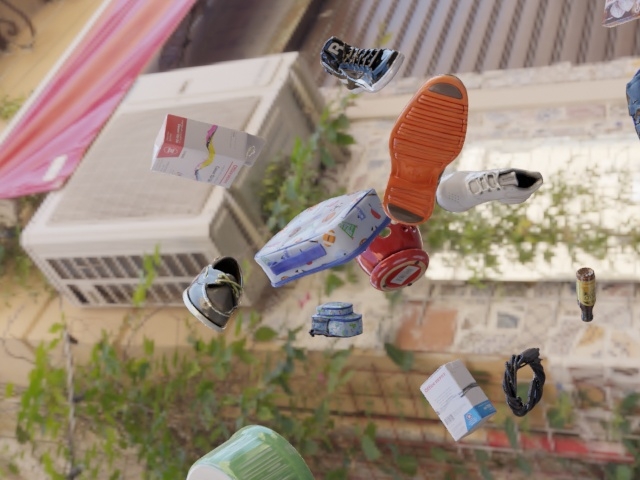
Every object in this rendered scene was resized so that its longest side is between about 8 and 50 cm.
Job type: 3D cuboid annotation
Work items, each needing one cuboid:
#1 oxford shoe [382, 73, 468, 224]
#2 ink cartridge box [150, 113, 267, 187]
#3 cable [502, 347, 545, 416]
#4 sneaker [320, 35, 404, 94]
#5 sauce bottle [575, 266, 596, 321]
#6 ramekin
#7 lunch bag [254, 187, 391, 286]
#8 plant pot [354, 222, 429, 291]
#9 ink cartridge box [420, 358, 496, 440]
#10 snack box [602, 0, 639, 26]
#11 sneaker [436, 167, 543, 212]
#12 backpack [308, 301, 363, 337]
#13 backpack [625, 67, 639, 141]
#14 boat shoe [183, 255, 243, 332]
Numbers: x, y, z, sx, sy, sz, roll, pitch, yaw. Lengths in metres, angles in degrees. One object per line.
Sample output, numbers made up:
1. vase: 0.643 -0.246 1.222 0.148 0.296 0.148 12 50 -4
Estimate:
1. oxford shoe: 0.192 -0.188 1.744 0.363 0.130 0.132 107 -179 -52
2. ink cartridge box: -0.210 -0.163 1.783 0.115 0.198 0.067 131 146 -58
3. cable: 0.468 0.335 2.194 0.184 0.047 0.150 -20 -68 -51
4. sneaker: 0.064 -0.339 1.783 0.121 0.217 0.079 34 -103 -17
5. sauce bottle: 0.569 0.118 2.014 0.042 0.042 0.128 -59 -37 -47
6. ramekin: -0.147 0.555 1.971 0.148 0.303 0.303 -21 -70 -41
7. lunch bag: 0.000 0.000 2.167 0.115 0.303 0.243 56 -140 -13
8. plant pot: 0.181 0.026 2.484 0.191 0.191 0.174 45 -162 -56
9. ink cartridge box: 0.401 0.465 2.754 0.082 0.139 0.190 -12 -120 -41
10. snack box: 0.580 -0.447 1.779 0.178 0.022 0.064 -139 58 -82
11. sneaker: 0.425 -0.144 2.384 0.129 0.297 0.111 143 116 -70
12. backpack: 0.044 0.194 2.304 0.105 0.114 0.084 -13 -74 -58
13. backpack: 0.735 -0.270 1.803 0.213 0.263 0.276 4 -106 -43
14. boat shoe: -0.212 0.103 1.952 0.109 0.091 0.305 43 -173 -11
